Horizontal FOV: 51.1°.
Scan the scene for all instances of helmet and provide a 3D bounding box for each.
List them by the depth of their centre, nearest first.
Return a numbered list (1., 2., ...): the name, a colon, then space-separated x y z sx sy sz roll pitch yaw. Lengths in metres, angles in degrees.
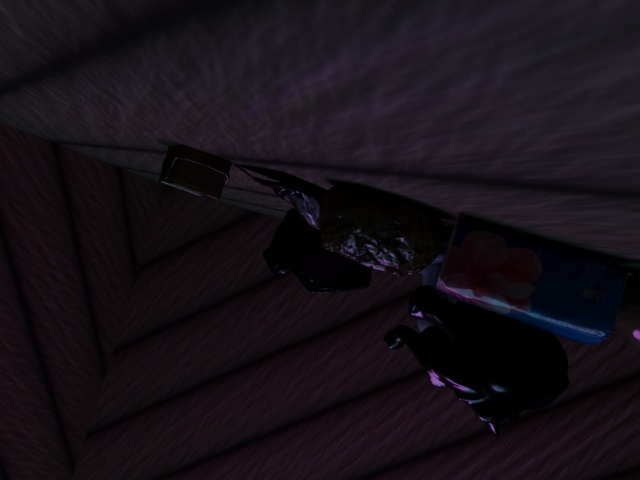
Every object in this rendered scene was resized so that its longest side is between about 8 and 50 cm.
1. helmet: 0.000 0.000 1.602 0.225 0.177 0.305 -10 -151 -44

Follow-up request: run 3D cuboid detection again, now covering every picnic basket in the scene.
1. picnic basket: -0.262 -0.140 1.387 0.115 0.079 0.164 18 179 -23

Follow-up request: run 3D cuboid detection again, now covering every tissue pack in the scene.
1. tissue pack: 0.330 0.069 1.091 0.270 0.137 0.209 16 -179 10

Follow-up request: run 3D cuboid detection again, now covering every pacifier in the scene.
1. pacifier: 0.244 0.087 1.350 0.239 0.225 0.287 -3 173 20

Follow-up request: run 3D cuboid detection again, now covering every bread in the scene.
1. bread: 0.098 -0.013 1.148 0.230 0.122 0.230 20 180 0

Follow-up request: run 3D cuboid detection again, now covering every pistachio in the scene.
1. pistachio: 0.519 0.108 1.022 0.125 0.124 0.185 18 165 -13

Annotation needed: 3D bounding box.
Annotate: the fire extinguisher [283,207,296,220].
1. fire extinguisher: 0.034 -0.031 1.957 0.114 0.095 0.311 -36 -145 -31

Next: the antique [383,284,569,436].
1. antique: 0.298 0.202 1.184 0.322 0.185 0.255 5 -154 -38

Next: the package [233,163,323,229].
1. package: -0.037 -0.083 1.373 0.269 0.071 0.194 35 166 -38

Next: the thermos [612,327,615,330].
1. thermos: 0.702 0.165 1.343 0.232 0.099 0.124 16 140 21
